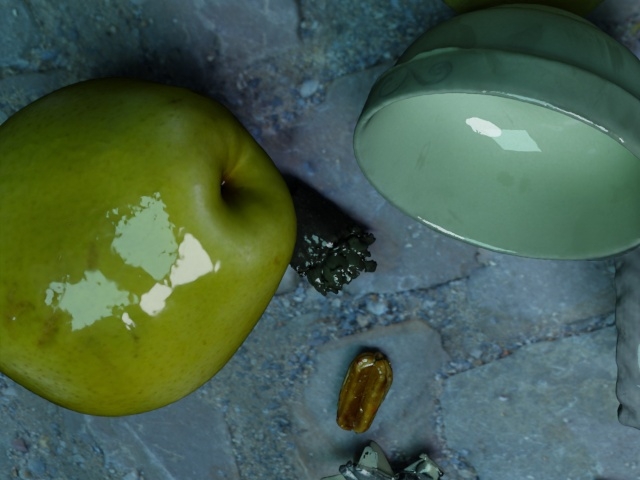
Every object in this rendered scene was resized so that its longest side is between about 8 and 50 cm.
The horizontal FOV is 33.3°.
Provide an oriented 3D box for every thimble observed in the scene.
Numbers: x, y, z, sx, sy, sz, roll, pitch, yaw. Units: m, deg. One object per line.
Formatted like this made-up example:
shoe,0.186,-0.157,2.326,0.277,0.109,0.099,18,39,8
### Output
thimble,0.391,0.086,1.135,0.157,0.217,0.245,0,102,14

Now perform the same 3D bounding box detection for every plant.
plant,0.000,0.000,1.268,0.143,0.092,0.094,45,115,-8

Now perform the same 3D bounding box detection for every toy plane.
toy plane,0.128,0.376,1.480,0.262,0.088,0.192,41,123,-13

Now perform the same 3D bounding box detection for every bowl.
bowl,0.195,-0.117,1.049,0.307,0.163,0.307,14,158,6

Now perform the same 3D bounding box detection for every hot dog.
hot dog,0.057,0.202,1.415,0.062,0.038,0.144,16,128,2

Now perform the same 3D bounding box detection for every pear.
pear,-0.222,0.006,1.164,0.418,0.362,0.362,-26,113,34

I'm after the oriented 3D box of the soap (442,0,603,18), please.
soap,0.142,-0.373,0.960,0.427,0.115,0.306,40,131,-13
